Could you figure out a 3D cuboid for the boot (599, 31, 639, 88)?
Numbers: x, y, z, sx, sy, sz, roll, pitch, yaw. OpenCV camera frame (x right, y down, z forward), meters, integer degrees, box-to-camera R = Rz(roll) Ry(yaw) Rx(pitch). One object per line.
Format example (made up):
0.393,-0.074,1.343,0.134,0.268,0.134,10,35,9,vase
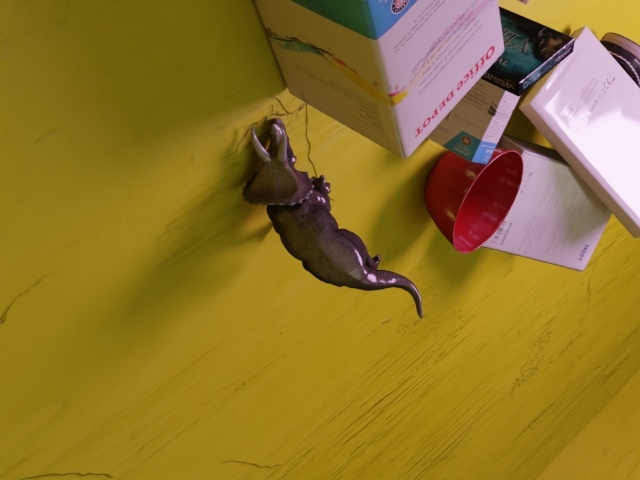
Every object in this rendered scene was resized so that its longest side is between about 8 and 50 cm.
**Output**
0.496,-0.172,2.119,0.284,0.138,0.377,-48,152,-14,boot

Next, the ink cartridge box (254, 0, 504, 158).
0.063,-0.273,1.301,0.198,0.197,0.270,-48,149,-17,ink cartridge box

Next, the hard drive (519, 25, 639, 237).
0.486,-0.182,1.944,0.307,0.040,0.203,46,63,-15,hard drive

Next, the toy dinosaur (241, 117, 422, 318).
0.000,0.000,1.468,0.121,0.313,0.160,-36,179,14,toy dinosaur

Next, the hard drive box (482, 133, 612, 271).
0.380,-0.062,1.984,0.232,0.089,0.181,14,109,-27,hard drive box

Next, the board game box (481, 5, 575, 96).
0.230,-0.269,1.566,0.126,0.186,0.026,-40,144,-29,board game box

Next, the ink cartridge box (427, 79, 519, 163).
0.232,-0.215,1.704,0.060,0.104,0.180,2,117,-57,ink cartridge box

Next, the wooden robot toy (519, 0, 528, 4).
0.269,-0.398,1.626,0.079,0.076,0.173,-27,140,-25,wooden robot toy

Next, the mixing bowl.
0.229,-0.082,1.834,0.181,0.098,0.181,-37,146,-31,mixing bowl
